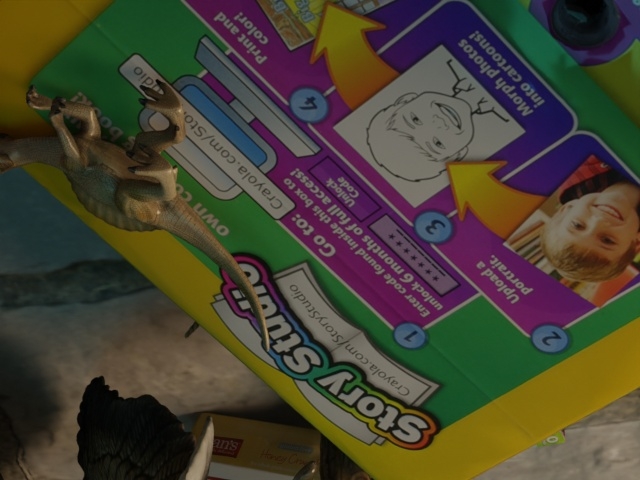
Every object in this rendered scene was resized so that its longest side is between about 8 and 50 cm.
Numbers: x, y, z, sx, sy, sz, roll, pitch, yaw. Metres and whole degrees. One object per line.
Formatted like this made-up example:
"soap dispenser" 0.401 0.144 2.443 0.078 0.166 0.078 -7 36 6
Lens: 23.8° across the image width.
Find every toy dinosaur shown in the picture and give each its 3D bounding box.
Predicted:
"toy dinosaur" -0.086 -0.027 0.728 0.183 0.053 0.092 29 144 4

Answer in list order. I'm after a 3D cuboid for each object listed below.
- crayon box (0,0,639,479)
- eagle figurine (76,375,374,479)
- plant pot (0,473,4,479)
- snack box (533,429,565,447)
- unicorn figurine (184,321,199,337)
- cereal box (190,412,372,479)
"crayon box" 0.040 -0.066 0.753 0.363 0.106 0.313 44 125 -17
"eagle figurine" -0.097 0.204 0.929 0.298 0.226 0.225 -7 98 32
"plant pot" -0.309 0.227 1.024 0.284 0.284 0.191 -19 148 22
"snack box" 0.083 0.106 1.022 0.141 0.037 0.100 -13 134 18
"unicorn figurine" 0.000 0.000 0.912 0.111 0.060 0.162 21 119 -4
"cereal box" 0.016 0.222 1.104 0.173 0.047 0.240 4 140 27
